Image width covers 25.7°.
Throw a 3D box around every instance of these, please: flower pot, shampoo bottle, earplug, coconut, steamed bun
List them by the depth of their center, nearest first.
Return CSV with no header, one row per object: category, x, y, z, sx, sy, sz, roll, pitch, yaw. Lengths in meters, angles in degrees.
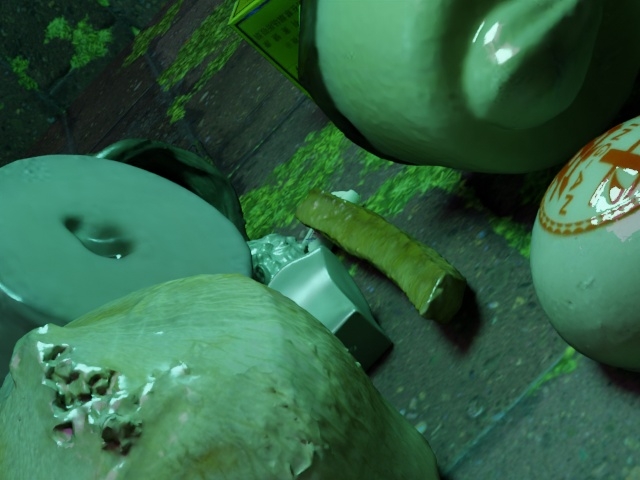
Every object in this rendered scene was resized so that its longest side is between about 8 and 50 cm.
steamed bun,0.262,-0.016,1.122,0.232,0.145,0.232,-39,25,22
coconut,-0.122,0.206,1.170,0.404,0.404,0.404,-38,25,21
earplug,-0.276,0.148,1.535,0.313,0.312,0.394,-88,17,-57
shampoo bottle,0.000,0.000,1.703,0.049,0.034,0.141,-1,51,51
flower pot,-0.253,0.022,1.795,0.213,0.302,0.302,-18,37,49

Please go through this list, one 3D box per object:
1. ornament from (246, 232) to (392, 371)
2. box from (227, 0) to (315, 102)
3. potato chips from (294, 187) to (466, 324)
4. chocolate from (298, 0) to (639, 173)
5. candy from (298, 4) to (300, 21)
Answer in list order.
ornament,-0.023,0.064,1.532,0.130,0.120,0.285,-51,24,-11
box,0.004,-0.270,1.886,0.141,0.220,0.064,-32,28,35
potato chips,0.072,0.012,1.506,0.057,0.080,0.407,-63,24,5
chocolate,0.175,-0.229,1.409,0.297,0.314,0.326,4,92,63
candy,0.061,-0.236,1.764,0.062,0.194,0.097,-42,24,23
